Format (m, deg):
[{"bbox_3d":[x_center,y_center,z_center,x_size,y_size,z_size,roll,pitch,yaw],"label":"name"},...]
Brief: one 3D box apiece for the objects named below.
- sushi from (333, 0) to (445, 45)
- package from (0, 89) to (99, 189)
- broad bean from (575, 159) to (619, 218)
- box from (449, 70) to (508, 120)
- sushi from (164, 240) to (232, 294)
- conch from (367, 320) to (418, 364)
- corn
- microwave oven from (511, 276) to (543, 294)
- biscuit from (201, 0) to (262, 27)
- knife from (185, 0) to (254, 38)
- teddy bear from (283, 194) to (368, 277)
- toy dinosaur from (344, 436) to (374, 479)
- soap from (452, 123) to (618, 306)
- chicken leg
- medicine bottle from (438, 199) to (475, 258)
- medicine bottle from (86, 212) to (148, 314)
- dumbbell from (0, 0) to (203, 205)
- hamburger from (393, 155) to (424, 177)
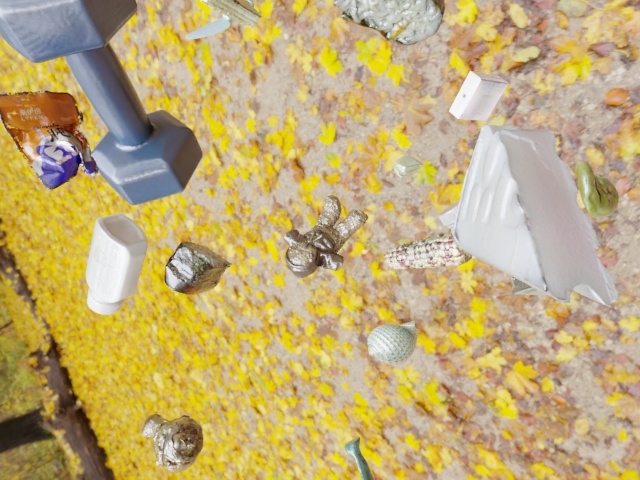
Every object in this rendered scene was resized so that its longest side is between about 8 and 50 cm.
[{"bbox_3d":[0.174,-0.649,1.179,0.211,0.350,0.171,-22,64,52],"label":"sushi"},{"bbox_3d":[-0.282,-0.109,0.489,0.111,0.077,0.033,60,154,6],"label":"package"},{"bbox_3d":[0.752,-0.138,1.275,0.072,0.206,0.153,-26,56,44],"label":"broad bean"},{"bbox_3d":[0.476,-0.430,1.386,0.051,0.130,0.129,58,139,37],"label":"box"},{"bbox_3d":[-0.360,0.076,1.343,0.136,0.225,0.126,33,95,8],"label":"sushi"},{"bbox_3d":[0.115,0.162,0.711,0.057,0.085,0.076,-100,-7,-53],"label":"conch"},{"bbox_3d":[0.292,0.038,1.271,0.280,0.092,0.092,-16,96,49],"label":"corn"},{"bbox_3d":[0.594,0.038,1.256,0.163,0.129,0.205,96,175,-74],"label":"microwave oven"},{"bbox_3d":[-0.198,-0.453,0.807,0.040,0.121,0.199,-49,64,24],"label":"biscuit"},{"bbox_3d":[-0.304,-0.679,1.439,0.063,0.260,0.035,39,155,13],"label":"knife"},{"bbox_3d":[0.002,0.004,0.796,0.119,0.160,0.078,32,154,22],"label":"teddy bear"},{"bbox_3d":[0.074,0.457,0.559,0.129,0.383,0.331,-35,86,20],"label":"toy dinosaur"},{"bbox_3d":[0.374,-0.066,0.771,0.302,0.158,0.258,-134,56,-67],"label":"soap"},{"bbox_3d":[-0.264,0.343,0.810,0.197,0.069,0.085,-6,61,51],"label":"chicken leg"},{"bbox_3d":[0.448,-0.035,1.409,0.168,0.105,0.105,55,141,-1],"label":"medicine bottle"},{"bbox_3d":[-0.592,0.077,1.324,0.161,0.111,0.296,39,122,18],"label":"medicine bottle"},{"bbox_3d":[-0.276,-0.198,0.607,0.325,0.159,0.144,79,175,-55],"label":"dumbbell"},{"bbox_3d":[0.342,-0.300,1.831,0.084,0.121,0.054,50,148,38],"label":"hamburger"}]
